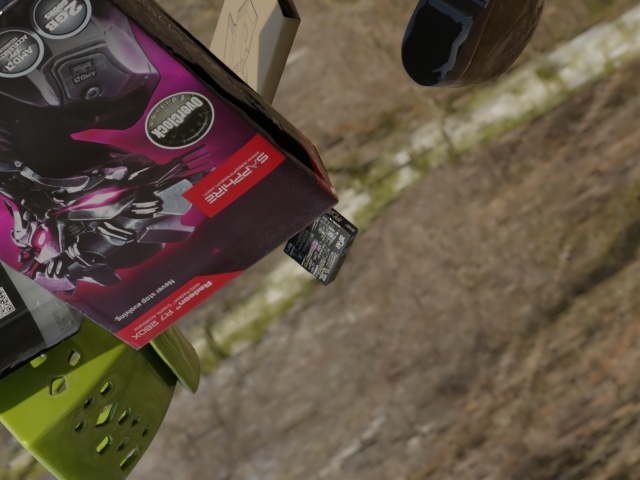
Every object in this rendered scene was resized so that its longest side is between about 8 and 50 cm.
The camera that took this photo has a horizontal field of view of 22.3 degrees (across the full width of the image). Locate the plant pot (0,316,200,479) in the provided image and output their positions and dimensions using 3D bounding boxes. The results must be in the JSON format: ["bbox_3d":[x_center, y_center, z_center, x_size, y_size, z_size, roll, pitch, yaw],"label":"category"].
[{"bbox_3d":[-0.273,0.124,1.790,0.228,0.207,0.227,41,170,27],"label":"plant pot"}]

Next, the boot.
[{"bbox_3d":[0.199,-0.292,1.673,0.115,0.305,0.112,3,-144,-46],"label":"boot"}]

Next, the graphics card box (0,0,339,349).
[{"bbox_3d":[-0.179,-0.076,1.292,0.371,0.232,0.094,41,-161,-45],"label":"graphics card box"}]

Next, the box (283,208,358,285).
[{"bbox_3d":[0.000,0.000,1.814,0.067,0.083,0.018,39,-139,18],"label":"box"}]

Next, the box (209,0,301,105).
[{"bbox_3d":[-0.076,-0.192,1.671,0.164,0.021,0.201,-111,33,-44],"label":"box"}]

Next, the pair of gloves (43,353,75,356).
[{"bbox_3d":[-0.364,0.113,2.605,0.240,0.204,0.042,86,170,-49],"label":"pair of gloves"}]

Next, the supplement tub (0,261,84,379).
[{"bbox_3d":[-0.403,0.081,1.552,0.194,0.316,0.193,53,165,21],"label":"supplement tub"}]
